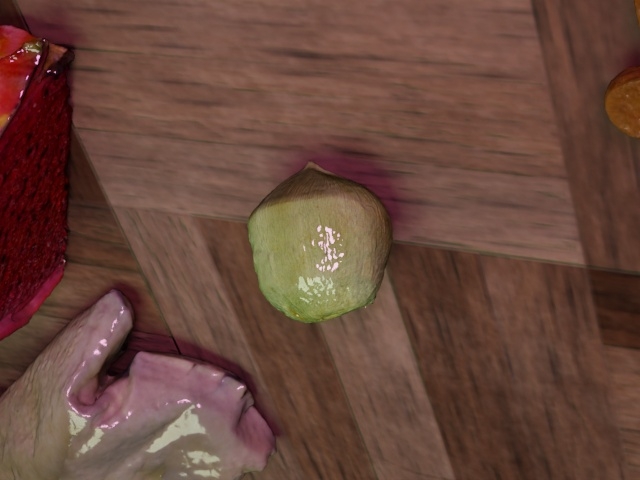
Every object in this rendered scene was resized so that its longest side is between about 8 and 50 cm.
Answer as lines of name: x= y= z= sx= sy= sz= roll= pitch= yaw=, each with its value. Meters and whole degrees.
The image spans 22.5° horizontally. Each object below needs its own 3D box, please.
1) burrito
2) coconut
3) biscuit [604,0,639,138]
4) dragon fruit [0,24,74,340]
burrito: x=-0.185 y=0.176 z=1.230 sx=0.190 sy=0.135 sz=0.332 roll=45 pitch=138 yaw=-8
coconut: x=0.000 y=0.000 z=0.937 sx=0.087 sy=0.096 sz=0.088 roll=-3 pitch=170 yaw=0
biscuit: x=0.205 y=-0.061 z=0.762 sx=0.138 sy=0.031 sz=0.205 roll=-1 pitch=134 yaw=35
dragon fruit: x=-0.244 y=-0.022 z=1.009 sx=0.126 sy=0.161 sz=0.274 roll=23 pitch=145 yaw=6
